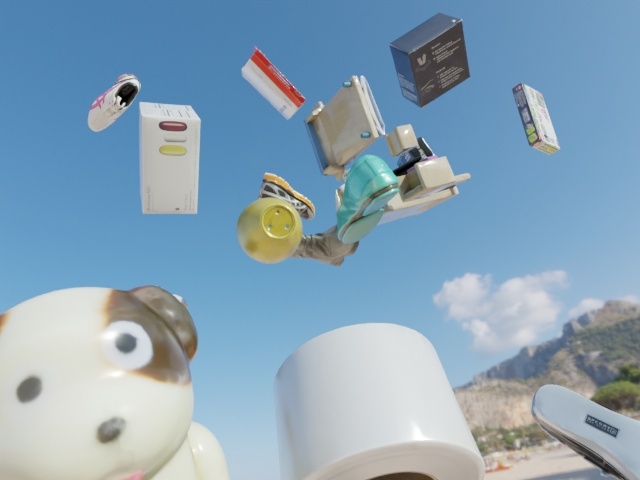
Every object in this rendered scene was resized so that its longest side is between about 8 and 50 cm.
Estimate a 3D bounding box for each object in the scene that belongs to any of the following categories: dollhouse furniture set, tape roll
[{"bbox_3d":[0.143,-0.209,0.939,0.198,0.304,0.286,-16,-8,-30],"label":"dollhouse furniture set"},{"bbox_3d":[0.065,0.251,0.607,0.245,0.169,0.246,-6,-52,-7],"label":"tape roll"}]

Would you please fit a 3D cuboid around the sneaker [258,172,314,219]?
[{"bbox_3d":[-0.101,-0.109,1.344,0.084,0.083,0.214,12,-17,48],"label":"sneaker"}]

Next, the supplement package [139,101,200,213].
[{"bbox_3d":[-0.423,-0.229,1.286,0.145,0.204,0.262,-2,-65,-22],"label":"supplement package"}]

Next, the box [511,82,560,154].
[{"bbox_3d":[0.651,-0.369,1.405,0.114,0.207,0.036,10,-27,-34],"label":"box"}]

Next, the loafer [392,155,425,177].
[{"bbox_3d":[0.201,-0.167,1.313,0.223,0.076,0.078,-27,-47,9],"label":"loafer"}]

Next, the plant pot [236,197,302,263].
[{"bbox_3d":[-0.091,-0.027,0.900,0.134,0.135,0.095,-1,-8,-16],"label":"plant pot"}]

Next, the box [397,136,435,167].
[{"bbox_3d":[0.380,-0.290,1.804,0.077,0.147,0.180,-30,-11,-8],"label":"box"}]

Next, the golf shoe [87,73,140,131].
[{"bbox_3d":[-0.552,-0.362,1.232,0.186,0.086,0.067,-47,-53,6],"label":"golf shoe"}]

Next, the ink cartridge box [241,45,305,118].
[{"bbox_3d":[-0.134,-0.425,1.286,0.189,0.232,0.066,43,-84,-13],"label":"ink cartridge box"}]

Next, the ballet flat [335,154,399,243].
[{"bbox_3d":[0.065,-0.069,0.759,0.083,0.087,0.247,-23,-13,-13],"label":"ballet flat"}]

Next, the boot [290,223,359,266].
[{"bbox_3d":[0.000,0.000,1.184,0.161,0.084,0.246,8,-29,-14],"label":"boot"}]

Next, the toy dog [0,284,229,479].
[{"bbox_3d":[-0.229,0.242,0.489,0.284,0.395,0.408,-4,-59,-26],"label":"toy dog"}]

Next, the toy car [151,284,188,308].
[{"bbox_3d":[-0.363,0.196,1.005,0.136,0.159,0.182,-21,-25,7],"label":"toy car"}]

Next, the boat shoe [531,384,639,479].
[{"bbox_3d":[0.553,0.397,0.883,0.306,0.113,0.105,22,-31,31],"label":"boat shoe"}]

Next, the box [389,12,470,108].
[{"bbox_3d":[0.275,-0.448,1.159,0.155,0.093,0.158,-33,-45,-4],"label":"box"}]
